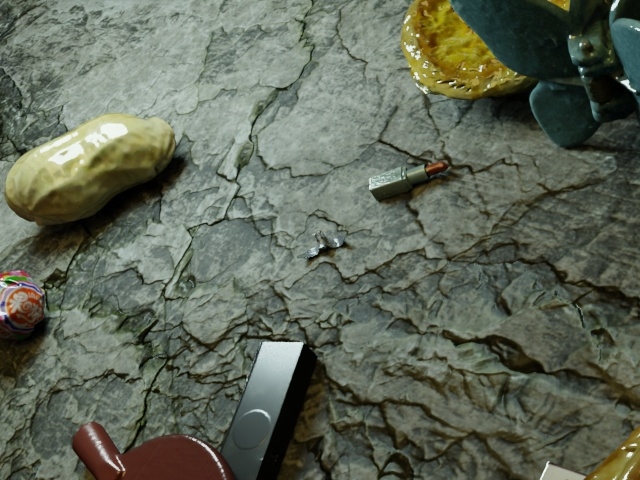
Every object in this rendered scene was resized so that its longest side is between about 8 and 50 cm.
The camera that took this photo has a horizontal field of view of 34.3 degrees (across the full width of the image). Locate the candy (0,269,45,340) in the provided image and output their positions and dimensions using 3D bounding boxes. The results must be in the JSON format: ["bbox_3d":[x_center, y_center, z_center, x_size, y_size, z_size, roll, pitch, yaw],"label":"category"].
[{"bbox_3d":[-0.634,0.117,1.897,0.365,0.124,0.124,-3,52,42],"label":"candy"}]

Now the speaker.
[{"bbox_3d":[-0.078,0.243,1.436,0.082,0.044,0.218,-2,53,33],"label":"speaker"}]

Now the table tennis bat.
[{"bbox_3d":[-0.245,0.371,1.414,0.268,0.051,0.414,-55,40,-2],"label":"table tennis bat"}]

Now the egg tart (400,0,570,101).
[{"bbox_3d":[0.289,-0.332,1.638,0.341,0.129,0.341,-18,47,20],"label":"egg tart"}]

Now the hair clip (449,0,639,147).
[{"bbox_3d":[0.417,-0.259,1.347,0.238,0.318,0.392,-46,40,-11],"label":"hair clip"}]

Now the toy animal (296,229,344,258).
[{"bbox_3d":[0.000,0.000,1.612,0.084,0.028,0.050,-19,53,18],"label":"toy animal"}]

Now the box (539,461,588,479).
[{"bbox_3d":[0.310,0.358,1.019,0.260,0.111,0.194,15,63,39],"label":"box"}]

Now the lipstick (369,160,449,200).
[{"bbox_3d":[0.140,-0.098,1.603,0.129,0.030,0.030,-17,45,21],"label":"lipstick"}]

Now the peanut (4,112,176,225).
[{"bbox_3d":[-0.435,-0.141,1.944,0.340,0.158,0.174,-33,21,0],"label":"peanut"}]

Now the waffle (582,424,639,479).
[{"bbox_3d":[0.380,0.298,0.881,0.304,0.077,0.348,-40,84,-20],"label":"waffle"}]
